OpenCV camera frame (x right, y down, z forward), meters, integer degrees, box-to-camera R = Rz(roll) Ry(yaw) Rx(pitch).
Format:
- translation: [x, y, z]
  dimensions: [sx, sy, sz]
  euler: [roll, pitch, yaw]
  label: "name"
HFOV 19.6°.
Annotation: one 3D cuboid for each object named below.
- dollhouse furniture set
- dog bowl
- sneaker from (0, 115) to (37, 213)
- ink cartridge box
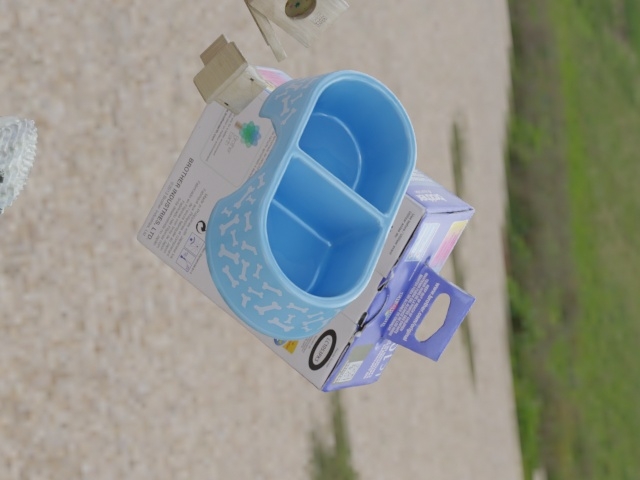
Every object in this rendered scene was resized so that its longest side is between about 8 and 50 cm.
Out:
- translation: [-0.093, -0.245, 1.791]
  dimensions: [0.101, 0.161, 0.182]
  euler: [33, 19, -46]
  label: "dollhouse furniture set"
- translation: [0.000, -0.045, 1.814]
  dimensions: [0.166, 0.074, 0.297]
  euler: [37, 54, -21]
  label: "dog bowl"
- translation: [-0.358, -0.051, 1.451]
  dimensions: [0.293, 0.146, 0.102]
  euler: [-32, 142, -62]
  label: "sneaker"
- translation: [0.000, 0.000, 2.278]
  dimensions: [0.151, 0.395, 0.270]
  euler: [-3, 126, -59]
  label: "ink cartridge box"
